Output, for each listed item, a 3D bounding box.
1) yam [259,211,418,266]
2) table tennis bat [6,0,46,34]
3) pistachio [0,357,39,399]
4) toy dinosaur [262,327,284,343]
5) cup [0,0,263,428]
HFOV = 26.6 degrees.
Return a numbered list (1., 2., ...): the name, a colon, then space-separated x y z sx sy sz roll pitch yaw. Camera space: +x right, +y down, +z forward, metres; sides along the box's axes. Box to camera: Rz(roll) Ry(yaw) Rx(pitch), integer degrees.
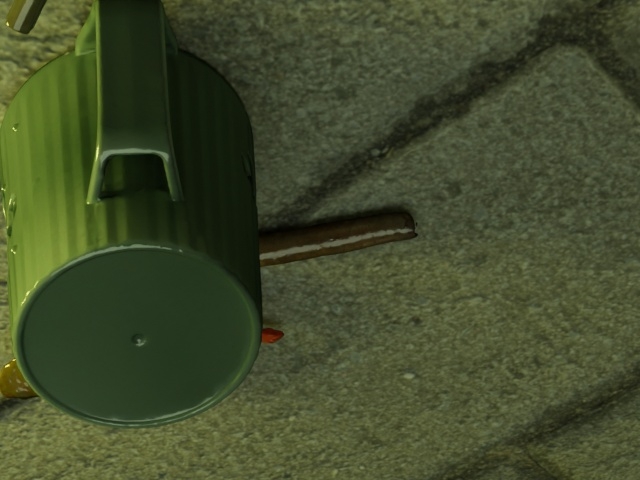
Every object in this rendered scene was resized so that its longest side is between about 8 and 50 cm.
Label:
1. yam: 0.000 0.000 1.815 0.264 0.046 0.046 -10 134 2
2. table tennis bat: -0.270 -0.330 1.443 0.138 0.022 0.246 23 112 -23
3. pistachio: -0.362 0.181 1.873 0.173 0.049 0.089 -16 109 18
4. toy dinosaur: -0.158 0.079 1.857 0.288 0.070 0.117 24 115 -32
5. cup: -0.231 -0.042 1.520 0.310 0.392 0.401 -25 127 8
